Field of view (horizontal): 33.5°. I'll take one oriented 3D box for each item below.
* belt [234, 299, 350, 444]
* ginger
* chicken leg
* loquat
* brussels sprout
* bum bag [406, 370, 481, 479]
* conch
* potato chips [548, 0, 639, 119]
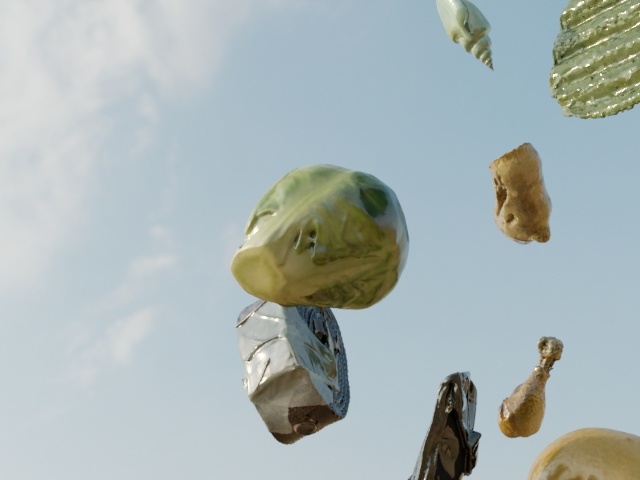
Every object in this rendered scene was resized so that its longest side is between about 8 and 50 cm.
[{"bbox_3d":[-0.035,0.196,1.808,0.164,0.289,0.184,-32,-49,21],"label":"belt"},{"bbox_3d":[0.455,-0.102,2.425,0.126,0.190,0.354,-28,-39,-3],"label":"ginger"},{"bbox_3d":[0.480,0.331,2.391,0.087,0.251,0.107,21,-7,40],"label":"chicken leg"},{"bbox_3d":[0.350,0.329,1.294,0.208,0.208,0.208,-7,-29,-4],"label":"loquat"},{"bbox_3d":[0.000,0.000,1.571,0.271,0.219,0.210,-25,28,-38],"label":"brussels sprout"},{"bbox_3d":[0.136,0.272,1.234,0.060,0.248,0.123,22,-2,33],"label":"bum bag"},{"bbox_3d":[0.222,-0.339,1.666,0.065,0.180,0.088,-39,-15,27],"label":"conch"},{"bbox_3d":[0.470,-0.358,1.487,0.070,0.358,0.429,15,-24,-28],"label":"potato chips"}]
